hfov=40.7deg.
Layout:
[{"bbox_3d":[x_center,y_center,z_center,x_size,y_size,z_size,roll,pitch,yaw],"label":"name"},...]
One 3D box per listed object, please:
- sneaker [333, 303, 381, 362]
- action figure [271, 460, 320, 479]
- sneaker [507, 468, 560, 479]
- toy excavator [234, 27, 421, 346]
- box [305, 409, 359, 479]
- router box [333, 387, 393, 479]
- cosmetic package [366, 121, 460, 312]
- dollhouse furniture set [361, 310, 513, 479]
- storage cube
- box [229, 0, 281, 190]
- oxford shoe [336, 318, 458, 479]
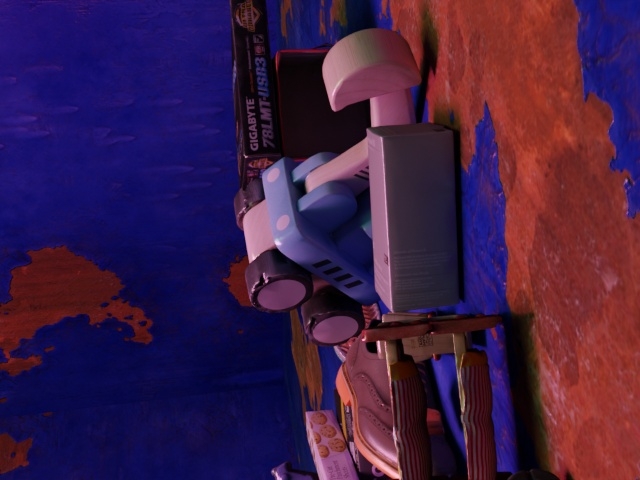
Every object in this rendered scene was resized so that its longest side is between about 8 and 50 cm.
[{"bbox_3d":[0.064,0.162,1.747,0.302,0.108,0.121,-99,2,-51],"label":"sneaker"},{"bbox_3d":[0.034,0.514,1.326,0.178,0.330,0.341,107,157,-64],"label":"action figure"},{"bbox_3d":[0.226,0.321,0.802,0.208,0.081,0.094,-95,-2,-52],"label":"sneaker"},{"bbox_3d":[0.045,-0.083,1.372,0.433,0.445,0.222,35,-150,-41],"label":"toy excavator"},{"bbox_3d":[0.024,0.439,1.723,0.324,0.067,0.063,-118,24,-72],"label":"box"},{"bbox_3d":[0.096,0.446,1.748,0.243,0.081,0.309,124,140,-78],"label":"router box"},{"bbox_3d":[0.123,-0.036,1.164,0.127,0.107,0.238,-120,23,-78],"label":"cosmetic package"},{"bbox_3d":[0.155,0.190,1.083,0.374,0.152,0.201,11,-108,-80],"label":"dollhouse furniture set"},{"bbox_3d":[0.006,-0.241,1.562,0.193,0.183,0.215,-144,49,-80],"label":"storage cube"},{"bbox_3d":[-0.124,-0.253,1.586,0.295,0.073,0.293,120,144,-78],"label":"box"},{"bbox_3d":[0.118,0.246,1.328,0.364,0.130,0.133,-129,52,-59],"label":"oxford shoe"}]
